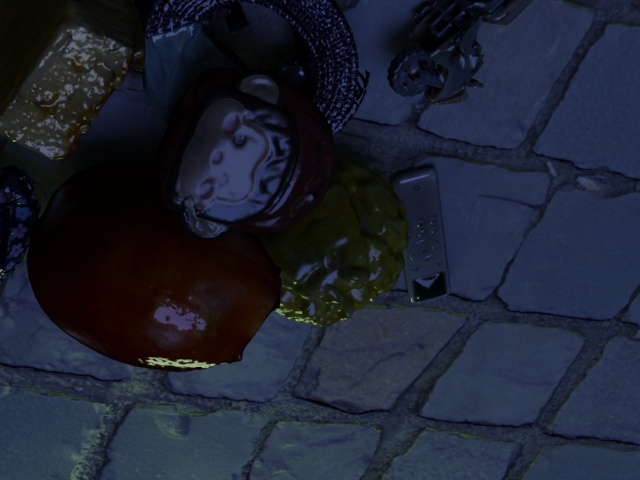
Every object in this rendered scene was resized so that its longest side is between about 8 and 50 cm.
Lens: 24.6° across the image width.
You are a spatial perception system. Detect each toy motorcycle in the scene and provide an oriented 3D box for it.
[{"bbox_3d":[0.191,-0.264,1.921,0.229,0.094,0.130,-44,133,7],"label":"toy motorcycle"}]

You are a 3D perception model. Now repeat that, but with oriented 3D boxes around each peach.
[{"bbox_3d":[-0.208,0.040,1.915,0.338,0.281,0.281,23,128,8],"label":"peach"}]

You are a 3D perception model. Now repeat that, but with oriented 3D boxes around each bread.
[{"bbox_3d":[-0.291,-0.243,1.672,0.114,0.275,0.185,25,121,-32],"label":"bread"}]

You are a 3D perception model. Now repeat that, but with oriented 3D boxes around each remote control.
[{"bbox_3d":[0.152,-0.001,2.174,0.067,0.029,0.261,-14,133,-3],"label":"remote control"}]

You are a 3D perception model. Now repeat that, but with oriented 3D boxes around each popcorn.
[{"bbox_3d":[0.006,0.004,2.030,0.249,0.249,0.225,-32,160,13],"label":"popcorn"}]

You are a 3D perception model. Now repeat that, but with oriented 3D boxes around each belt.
[{"bbox_3d":[-0.094,-0.236,1.840,0.260,0.122,0.325,-33,130,8],"label":"belt"}]

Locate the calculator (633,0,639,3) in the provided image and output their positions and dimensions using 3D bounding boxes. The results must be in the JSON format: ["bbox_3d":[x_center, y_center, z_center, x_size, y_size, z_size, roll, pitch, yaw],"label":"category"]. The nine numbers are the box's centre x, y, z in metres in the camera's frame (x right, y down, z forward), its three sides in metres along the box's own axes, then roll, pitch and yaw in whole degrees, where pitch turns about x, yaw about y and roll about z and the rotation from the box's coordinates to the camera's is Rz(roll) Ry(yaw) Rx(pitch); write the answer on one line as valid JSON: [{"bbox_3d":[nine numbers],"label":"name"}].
[{"bbox_3d":[0.449,-0.438,1.835,0.220,0.048,0.330,13,113,-23],"label":"calculator"}]

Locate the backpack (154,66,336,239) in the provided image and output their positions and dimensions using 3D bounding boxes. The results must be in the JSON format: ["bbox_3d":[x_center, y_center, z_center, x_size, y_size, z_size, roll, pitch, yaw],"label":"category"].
[{"bbox_3d":[-0.087,-0.102,1.790,0.229,0.139,0.229,-5,114,-12],"label":"backpack"}]

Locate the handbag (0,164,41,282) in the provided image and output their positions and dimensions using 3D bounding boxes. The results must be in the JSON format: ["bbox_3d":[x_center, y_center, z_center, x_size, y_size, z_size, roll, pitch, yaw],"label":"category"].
[{"bbox_3d":[-0.473,-0.005,1.894,0.208,0.127,0.229,-22,154,-42],"label":"handbag"}]
